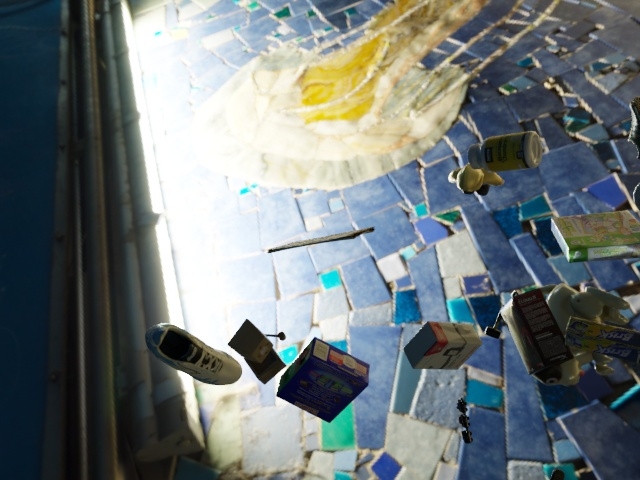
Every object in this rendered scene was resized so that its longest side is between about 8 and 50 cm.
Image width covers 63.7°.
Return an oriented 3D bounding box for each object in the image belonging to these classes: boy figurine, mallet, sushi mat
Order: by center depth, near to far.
[{"bbox_3d":[0.000,0.000,1.553,0.151,0.317,0.019,-16,-85,-56],"label":"sushi mat"},{"bbox_3d":[0.508,-0.197,1.686,0.285,0.177,0.092,-9,-74,-71],"label":"boy figurine"},{"bbox_3d":[0.715,0.328,2.105,0.039,0.062,0.189,-54,-30,-43],"label":"mallet"}]

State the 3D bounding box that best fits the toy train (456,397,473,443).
[{"bbox_3d":[0.506,0.635,1.816,0.027,0.036,0.158,30,-136,-33],"label":"toy train"}]

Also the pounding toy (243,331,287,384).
[{"bbox_3d":[-0.223,0.488,2.250,0.181,0.206,0.094,45,169,35],"label":"pounding toy"}]

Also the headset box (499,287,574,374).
[{"bbox_3d":[0.771,0.320,1.873,0.218,0.110,0.293,74,178,-68],"label":"headset box"}]

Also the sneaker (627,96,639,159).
[{"bbox_3d":[0.960,-0.332,1.554,0.086,0.064,0.192,129,134,-58],"label":"sneaker"}]

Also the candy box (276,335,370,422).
[{"bbox_3d":[0.007,0.573,2.102,0.268,0.317,0.122,29,-146,-10],"label":"candy box"}]

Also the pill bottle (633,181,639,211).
[{"bbox_3d":[0.960,-0.153,1.394,0.124,0.222,0.124,38,144,35],"label":"pill bottle"}]

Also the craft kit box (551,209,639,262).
[{"bbox_3d":[0.905,-0.016,1.670,0.250,0.247,0.060,-70,-31,-62],"label":"craft kit box"}]

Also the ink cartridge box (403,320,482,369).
[{"bbox_3d":[0.293,0.253,1.230,0.109,0.151,0.063,-59,37,32],"label":"ink cartridge box"}]

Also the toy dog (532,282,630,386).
[{"bbox_3d":[0.978,0.387,2.049,0.395,0.407,0.284,27,170,28],"label":"toy dog"}]

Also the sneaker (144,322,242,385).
[{"bbox_3d":[-0.264,0.252,1.100,0.237,0.085,0.086,35,164,-27],"label":"sneaker"}]

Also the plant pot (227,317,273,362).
[{"bbox_3d":[-0.222,0.343,1.710,0.096,0.109,0.109,24,159,35],"label":"plant pot"}]

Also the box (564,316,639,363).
[{"bbox_3d":[0.704,0.246,1.279,0.169,0.054,0.059,11,132,31],"label":"box"}]

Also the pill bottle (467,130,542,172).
[{"bbox_3d":[0.516,-0.245,1.451,0.184,0.103,0.103,-1,118,45],"label":"pill bottle"}]

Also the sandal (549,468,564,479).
[{"bbox_3d":[0.830,0.910,1.855,0.067,0.179,0.040,30,164,-17],"label":"sandal"}]
